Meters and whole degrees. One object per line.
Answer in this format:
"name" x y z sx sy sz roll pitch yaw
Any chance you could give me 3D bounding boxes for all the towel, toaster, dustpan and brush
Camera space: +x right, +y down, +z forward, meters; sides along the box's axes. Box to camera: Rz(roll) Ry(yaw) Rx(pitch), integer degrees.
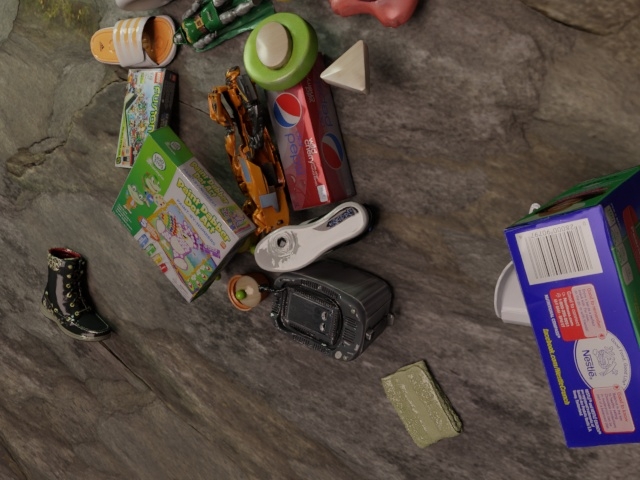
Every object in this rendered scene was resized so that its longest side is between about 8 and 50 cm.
"towel" 0.179 0.296 1.242 0.110 0.027 0.148 -36 81 37
"toaster" 0.017 0.114 1.231 0.227 0.146 0.129 19 112 29
"dustpan and brush" 0.331 0.043 1.045 0.147 0.060 0.211 6 106 34

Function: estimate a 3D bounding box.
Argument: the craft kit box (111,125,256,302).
"craft kit box" -0.262 -0.041 1.287 0.250 0.061 0.246 48 132 6

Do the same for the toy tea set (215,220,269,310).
"toy tea set" -0.231 0.000 1.388 0.336 0.124 0.200 37 121 22

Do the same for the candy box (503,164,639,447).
"candy box" 0.367 0.064 0.866 0.122 0.317 0.268 -15 95 35

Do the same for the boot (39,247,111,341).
"boot" -0.607 0.134 1.714 0.236 0.085 0.179 24 113 29

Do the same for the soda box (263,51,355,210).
"soda box" -0.022 -0.191 1.209 0.083 0.092 0.263 -10 97 36

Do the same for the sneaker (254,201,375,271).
"sneaker" 0.000 0.000 1.220 0.217 0.121 0.079 -22 82 18

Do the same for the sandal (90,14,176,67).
"sandal" -0.406 -0.403 1.430 0.265 0.076 0.102 3 105 34

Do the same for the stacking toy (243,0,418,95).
"stacking toy" -0.017 -0.381 1.069 0.309 0.130 0.279 13 83 30

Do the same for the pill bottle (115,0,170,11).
"pill bottle" -0.361 -0.562 1.330 0.117 0.117 0.215 -10 96 36

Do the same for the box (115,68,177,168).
"box" -0.360 -0.249 1.429 0.114 0.036 0.207 7 89 34

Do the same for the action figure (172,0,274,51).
"action figure" -0.199 -0.419 1.295 0.232 0.063 0.137 -18 95 40

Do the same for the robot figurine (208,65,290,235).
"robot figurine" -0.130 -0.163 1.242 0.211 0.085 0.291 -146 38 -70
